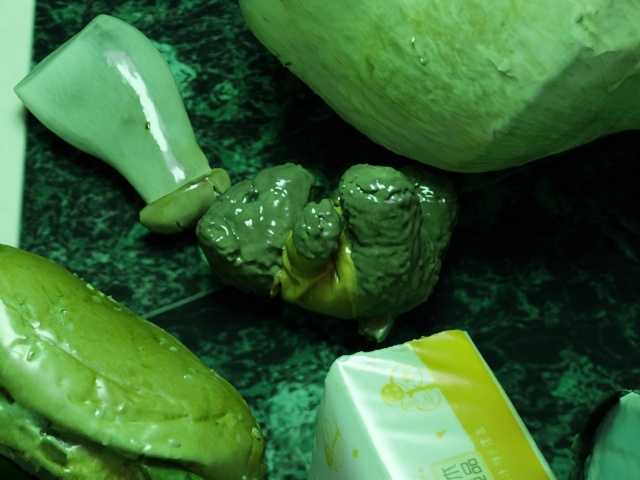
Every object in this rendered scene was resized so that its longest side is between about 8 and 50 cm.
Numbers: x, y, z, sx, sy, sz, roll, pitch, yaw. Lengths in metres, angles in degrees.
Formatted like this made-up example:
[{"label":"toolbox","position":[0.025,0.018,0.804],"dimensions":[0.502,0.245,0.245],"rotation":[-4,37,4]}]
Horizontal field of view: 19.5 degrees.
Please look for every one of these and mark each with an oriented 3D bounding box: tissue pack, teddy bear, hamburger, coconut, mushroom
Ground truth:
[{"label":"tissue pack","position":[0.086,0.205,1.247],"dimensions":[0.124,0.185,0.225],"rotation":[-16,53,-17]},{"label":"teddy bear","position":[0.000,0.000,1.456],"dimensions":[0.190,0.140,0.177],"rotation":[10,7,15]},{"label":"hamburger","position":[-0.157,0.103,1.267],"dimensions":[0.285,0.265,0.134],"rotation":[28,79,-10]},{"label":"coconut","position":[0.159,-0.228,1.478],"dimensions":[0.404,0.405,0.405],"rotation":[3,50,-3]},{"label":"mushroom","position":[-0.155,-0.099,1.547],"dimensions":[0.116,0.093,0.225],"rotation":[-43,73,-9]}]

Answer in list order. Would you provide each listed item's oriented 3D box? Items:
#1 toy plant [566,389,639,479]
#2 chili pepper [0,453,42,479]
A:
[{"label":"toy plant","position":[0.363,0.191,1.280],"dimensions":[0.332,0.247,0.247],"rotation":[-6,51,-19]},{"label":"chili pepper","position":[-0.246,0.183,1.318],"dimensions":[0.227,0.059,0.088],"rotation":[29,59,21]}]
